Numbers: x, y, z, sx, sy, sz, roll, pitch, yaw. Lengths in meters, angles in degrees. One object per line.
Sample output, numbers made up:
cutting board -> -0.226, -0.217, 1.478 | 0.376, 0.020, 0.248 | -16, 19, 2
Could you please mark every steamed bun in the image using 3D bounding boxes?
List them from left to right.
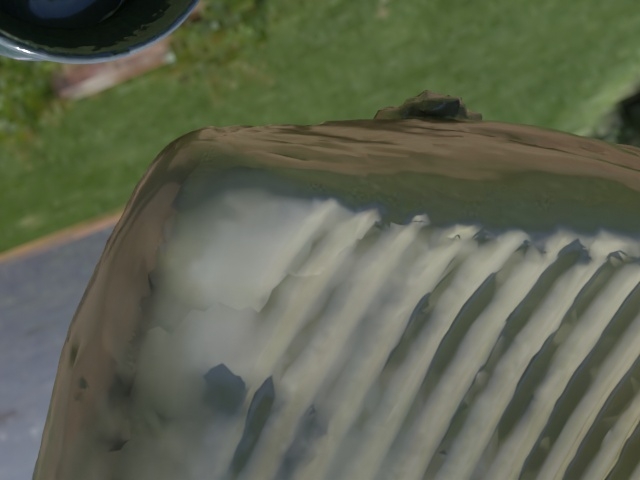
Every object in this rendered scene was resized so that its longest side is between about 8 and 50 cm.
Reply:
steamed bun -> 0.080, 0.081, 0.729 | 0.383, 0.247, 0.236 | 12, -170, -18

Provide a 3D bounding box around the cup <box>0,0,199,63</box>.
cup -> -0.180, -0.187, 1.256 | 0.199, 0.199, 0.150 | -18, 176, -26
